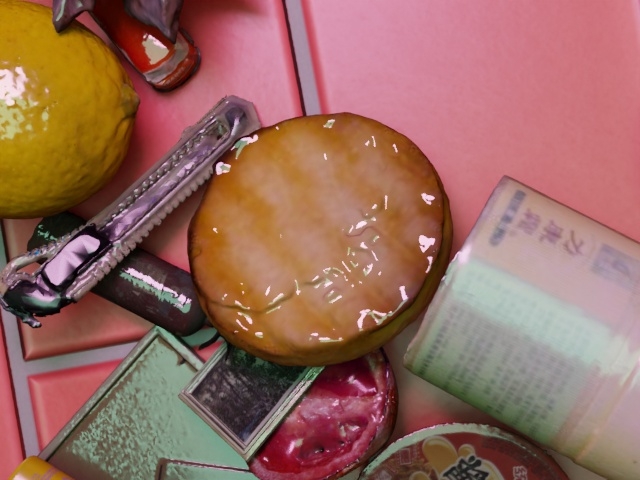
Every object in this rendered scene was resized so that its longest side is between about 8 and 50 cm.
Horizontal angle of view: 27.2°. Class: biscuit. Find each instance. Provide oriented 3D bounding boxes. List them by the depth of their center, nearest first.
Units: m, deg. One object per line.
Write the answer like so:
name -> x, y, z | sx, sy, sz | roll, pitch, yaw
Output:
biscuit -> 0.000, 0.000, 1.439 | 0.296, 0.102, 0.296 | -8, 62, 15

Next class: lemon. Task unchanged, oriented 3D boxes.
lemon -> -0.339, -0.141, 1.447 | 0.267, 0.267, 0.267 | 0, 89, 7

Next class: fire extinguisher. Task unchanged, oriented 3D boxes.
fire extinguisher -> -0.208, 0.053, 1.504 | 0.268, 0.089, 0.072 | 27, 124, 7

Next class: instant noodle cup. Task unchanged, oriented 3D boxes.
instant noodle cup -> 0.152, 0.321, 1.440 | 0.274, 0.091, 0.274 | 0, 95, 1

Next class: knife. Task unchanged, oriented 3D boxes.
knife -> -0.210, -0.042, 1.480 | 0.365, 0.043, 0.089 | -42, 78, -13

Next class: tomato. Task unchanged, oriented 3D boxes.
tomato -> 0.012, 0.197, 1.454 | 0.173, 0.099, 0.189 | 7, 66, 34

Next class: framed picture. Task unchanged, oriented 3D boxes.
framed picture -> -0.064, 0.137, 1.467 | 0.183, 0.011, 0.142 | -50, 47, -5
framed picture -> -0.147, 0.285, 1.524 | 0.324, 0.020, 0.240 | 41, 94, 6

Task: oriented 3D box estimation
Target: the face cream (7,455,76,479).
face cream -> -0.231, 0.343, 1.485 | 0.273, 0.078, 0.078 | 30, 92, 7

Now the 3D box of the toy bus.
toy bus -> -0.215, -0.252, 1.517 | 0.079, 0.077, 0.174 | -40, 84, 5

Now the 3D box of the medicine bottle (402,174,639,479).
medicine bottle -> 0.313, 0.124, 1.361 | 0.406, 0.236, 0.235 | 28, 92, 8

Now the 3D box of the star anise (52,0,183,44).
star anise -> -0.220, -0.349, 1.438 | 0.332, 0.117, 0.331 | 8, 58, -14
